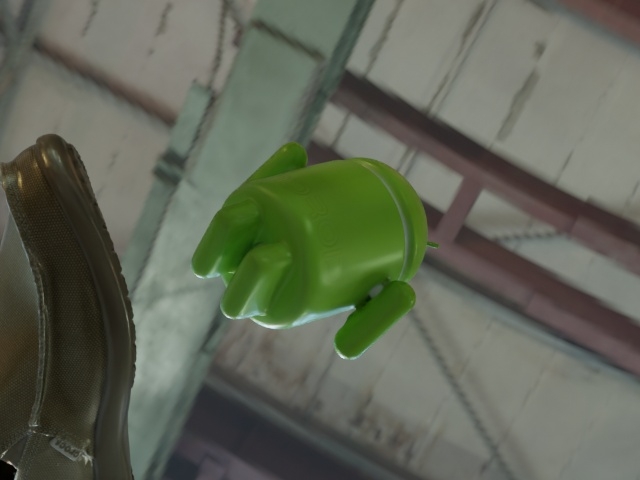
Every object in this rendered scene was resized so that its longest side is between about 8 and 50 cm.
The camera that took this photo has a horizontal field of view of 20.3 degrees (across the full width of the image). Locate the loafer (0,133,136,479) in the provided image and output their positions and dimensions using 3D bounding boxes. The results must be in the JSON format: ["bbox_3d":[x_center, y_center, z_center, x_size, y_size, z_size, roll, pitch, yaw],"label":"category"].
[{"bbox_3d":[-0.082,0.038,0.520,0.050,0.056,0.148,-10,-56,-14],"label":"loafer"}]

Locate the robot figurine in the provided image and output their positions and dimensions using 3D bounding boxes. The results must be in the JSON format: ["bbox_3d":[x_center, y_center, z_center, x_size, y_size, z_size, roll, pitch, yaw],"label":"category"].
[{"bbox_3d":[0.000,0.000,0.795,0.101,0.115,0.067,51,-45,25],"label":"robot figurine"}]
